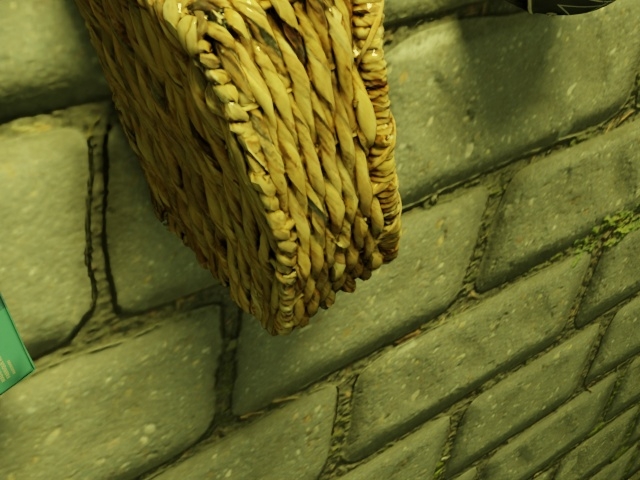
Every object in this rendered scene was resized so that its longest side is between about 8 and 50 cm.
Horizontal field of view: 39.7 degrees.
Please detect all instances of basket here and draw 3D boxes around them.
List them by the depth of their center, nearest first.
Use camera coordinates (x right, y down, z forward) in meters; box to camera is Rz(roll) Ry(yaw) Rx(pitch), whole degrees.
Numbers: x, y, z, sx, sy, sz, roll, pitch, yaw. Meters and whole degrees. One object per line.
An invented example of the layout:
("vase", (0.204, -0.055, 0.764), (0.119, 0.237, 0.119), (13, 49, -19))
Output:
("basket", (-0.004, -0.107, 0.600), (0.223, 0.213, 0.299), (-34, 142, -20))

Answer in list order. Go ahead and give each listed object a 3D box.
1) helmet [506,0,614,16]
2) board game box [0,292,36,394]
("helmet", (0.202, -0.265, 0.725), (0.169, 0.161, 0.169), (-29, 140, -28))
("board game box", (-0.344, 0.079, 0.472), (0.336, 0.079, 0.253), (-39, 146, -30))
